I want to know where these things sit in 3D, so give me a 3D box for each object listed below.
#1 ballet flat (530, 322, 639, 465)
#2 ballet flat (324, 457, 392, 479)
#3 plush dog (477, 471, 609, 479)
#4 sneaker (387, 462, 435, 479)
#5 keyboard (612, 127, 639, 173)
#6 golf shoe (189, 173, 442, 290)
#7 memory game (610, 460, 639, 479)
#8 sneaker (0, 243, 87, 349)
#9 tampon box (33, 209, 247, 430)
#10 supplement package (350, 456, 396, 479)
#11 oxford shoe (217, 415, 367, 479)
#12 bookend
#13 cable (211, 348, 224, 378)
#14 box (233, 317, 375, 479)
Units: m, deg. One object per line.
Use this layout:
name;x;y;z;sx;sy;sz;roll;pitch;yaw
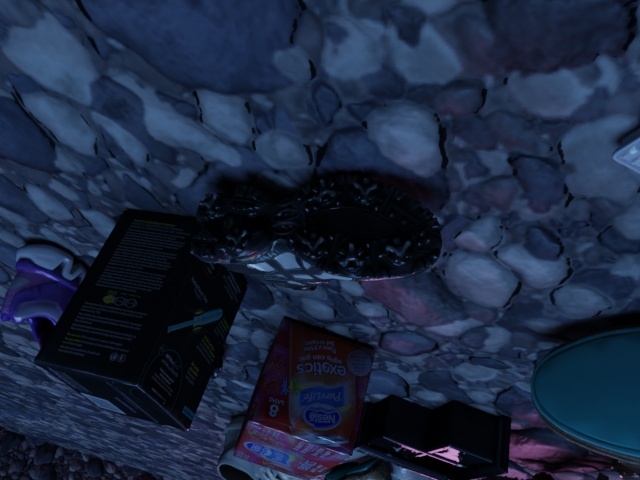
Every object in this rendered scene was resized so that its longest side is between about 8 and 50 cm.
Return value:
ballet flat;0.334;0.103;0.373;0.124;0.116;0.342;16;149;-36
ballet flat;0.063;0.413;0.874;0.067;0.073;0.206;61;154;14
plush dog;0.281;0.399;0.723;0.225;0.211;0.263;22;122;-17
sneaker;0.177;0.404;0.892;0.237;0.085;0.086;57;168;-31
keyboard;0.246;-0.088;0.195;0.072;0.014;0.256;27;147;-13
golf shoe;0.000;0.000;0.403;0.198;0.077;0.094;6;160;25
memory game;0.483;0.309;0.672;0.186;0.012;0.186;13;147;8
sneaker;-0.305;0.108;0.666;0.095;0.105;0.236;-7;141;31
tampon box;-0.155;0.073;0.488;0.101;0.161;0.121;8;145;16
supplement package;0.148;0.462;0.972;0.179;0.105;0.105;39;144;-28
oxford shoe;-0.056;0.394;0.951;0.169;0.130;0.449;35;142;-22
bookend;0.150;0.270;0.717;0.156;0.072;0.157;23;146;-7
cable;-0.212;0.182;0.731;0.150;0.047;0.184;-5;167;-17
box;-0.031;0.220;0.678;0.122;0.128;0.257;19;148;-3
